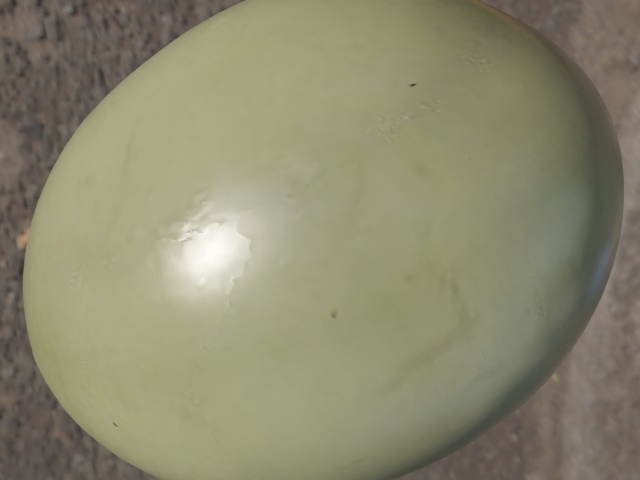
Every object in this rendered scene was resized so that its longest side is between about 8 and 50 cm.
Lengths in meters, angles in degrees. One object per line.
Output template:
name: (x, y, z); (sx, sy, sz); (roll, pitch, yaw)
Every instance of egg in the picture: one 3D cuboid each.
egg: (0.000, 0.000, 0.752); (0.269, 0.219, 0.219); (-20, 124, 1)
